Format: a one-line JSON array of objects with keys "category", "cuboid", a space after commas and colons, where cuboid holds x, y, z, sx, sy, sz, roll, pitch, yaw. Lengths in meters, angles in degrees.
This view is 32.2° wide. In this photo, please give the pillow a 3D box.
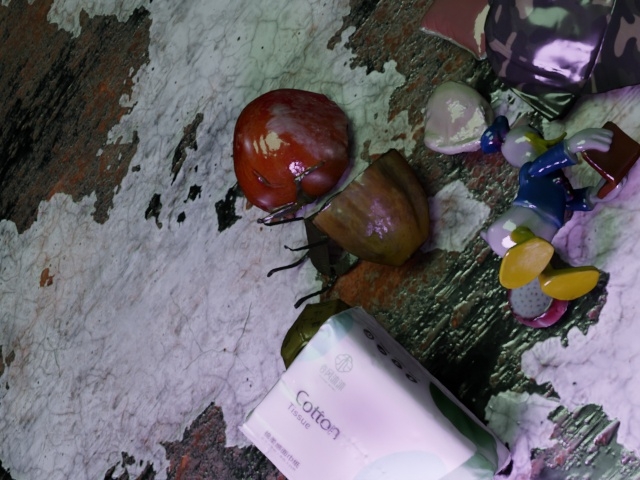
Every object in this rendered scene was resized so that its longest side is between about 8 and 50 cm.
[{"category": "pillow", "cuboid": [0.286, -0.424, 2.026, 0.179, 0.075, 0.171, 39, 97, 43]}]

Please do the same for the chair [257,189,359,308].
[{"category": "chair", "cuboid": [0.000, 0.000, 2.144, 0.213, 0.149, 0.174, -27, 40, -17]}]

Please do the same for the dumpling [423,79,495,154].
[{"category": "dumpling", "cuboid": [0.240, -0.214, 1.970, 0.136, 0.118, 0.199, -43, 28, 23]}]

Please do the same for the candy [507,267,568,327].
[{"category": "candy", "cuboid": [0.350, 0.089, 1.787, 0.103, 0.043, 0.103, -18, 63, 40]}]

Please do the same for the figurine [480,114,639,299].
[{"category": "figurine", "cuboid": [0.353, -0.105, 1.748, 0.283, 0.204, 0.338, -38, 45, 15]}]

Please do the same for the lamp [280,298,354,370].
[{"category": "lamp", "cuboid": [0.013, 0.192, 1.972, 0.161, 0.161, 0.185, -51, 3, 18]}]

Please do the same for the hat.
[{"category": "hat", "cuboid": [0.431, -0.391, 1.752, 0.382, 0.257, 0.366, 146, 139, -79]}]

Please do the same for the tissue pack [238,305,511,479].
[{"category": "tissue pack", "cuboid": [0.089, 0.318, 1.759, 0.356, 0.194, 0.266, 43, 109, 12]}]

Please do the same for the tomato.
[{"category": "tomato", "cuboid": [-0.093, -0.200, 2.249, 0.309, 0.170, 0.308, -17, 64, 39]}]

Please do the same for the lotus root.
[{"category": "lotus root", "cuboid": [0.114, -0.045, 2.005, 0.180, 0.199, 0.188, 46, 123, 2]}]
